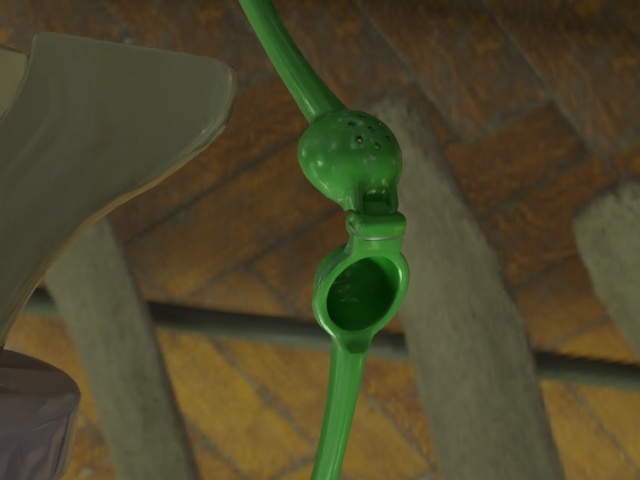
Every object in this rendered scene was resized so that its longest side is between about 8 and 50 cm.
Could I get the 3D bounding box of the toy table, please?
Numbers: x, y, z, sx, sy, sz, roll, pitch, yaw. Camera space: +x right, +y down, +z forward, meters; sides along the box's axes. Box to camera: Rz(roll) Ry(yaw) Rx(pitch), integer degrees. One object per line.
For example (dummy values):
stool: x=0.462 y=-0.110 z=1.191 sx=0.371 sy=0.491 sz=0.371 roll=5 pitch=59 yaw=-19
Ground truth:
toy table: x=-0.164 y=-0.004 z=0.569 sx=0.252 sy=0.274 sz=0.161 roll=9 pitch=92 yaw=-5

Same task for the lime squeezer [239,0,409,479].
lime squeezer: x=0.000 y=0.000 z=0.861 sx=0.110 sy=0.059 sz=0.310 roll=-11 pitch=84 yaw=40
